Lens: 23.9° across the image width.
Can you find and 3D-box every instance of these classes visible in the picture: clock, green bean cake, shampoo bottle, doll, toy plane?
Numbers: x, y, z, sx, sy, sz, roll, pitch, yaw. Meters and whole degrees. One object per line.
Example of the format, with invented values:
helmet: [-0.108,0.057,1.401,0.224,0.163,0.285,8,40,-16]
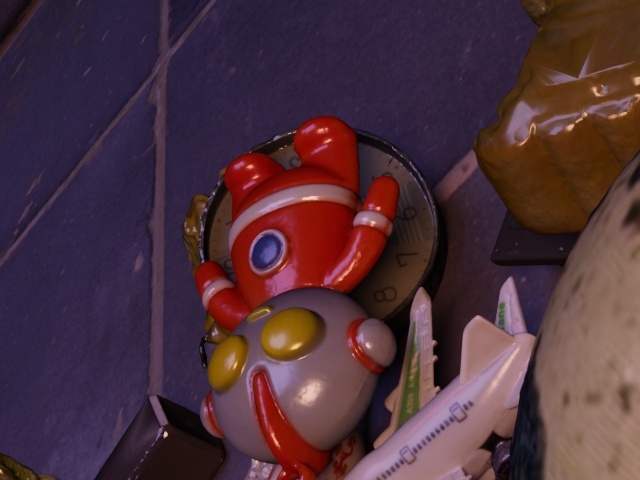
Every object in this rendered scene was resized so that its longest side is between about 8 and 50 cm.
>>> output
clock: [0.000,0.000,1.296,0.042,0.215,0.215,70,-145,-64]
green bean cake: [0.217,-0.136,1.020,0.233,0.124,0.236,-16,43,32]
shampoo bottle: [-0.194,0.277,1.492,0.246,0.079,0.080,-57,25,9]
doll: [-0.024,0.052,1.163,0.200,0.105,0.336,-24,46,27]
toy plane: [0.086,0.155,1.083,0.255,0.101,0.251,-55,26,22]

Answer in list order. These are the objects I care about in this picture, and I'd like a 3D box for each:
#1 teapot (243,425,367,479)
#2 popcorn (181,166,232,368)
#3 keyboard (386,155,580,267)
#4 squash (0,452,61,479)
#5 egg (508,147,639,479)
teapot: [-0.019,0.196,1.214,0.245,0.116,0.159,-72,1,-49]
popcorn: [-0.058,0.034,1.404,0.168,0.174,0.195,-60,42,44]
keyboard: [0.194,-0.027,1.078,0.381,0.041,0.103,2,63,44]
squash: [-0.217,0.286,1.370,0.137,0.287,0.137,-30,12,7]
egg: [0.234,0.075,0.672,0.379,0.288,0.287,-52,27,8]
